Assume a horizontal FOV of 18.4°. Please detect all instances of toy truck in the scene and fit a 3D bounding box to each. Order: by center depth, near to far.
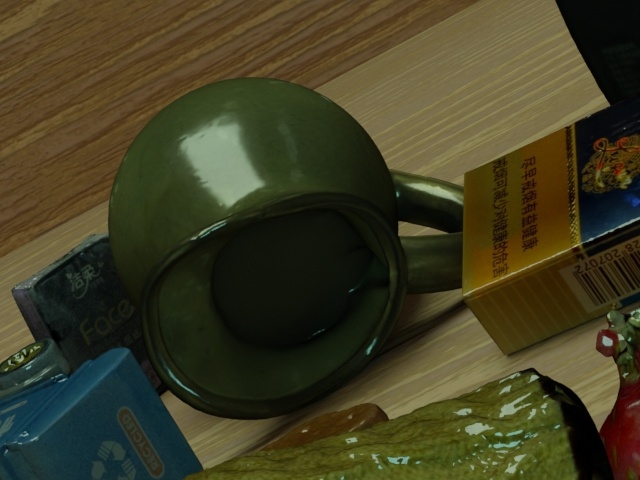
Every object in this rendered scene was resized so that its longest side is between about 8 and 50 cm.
[{"bbox_3d":[-0.273,0.198,1.486,0.367,0.146,0.175,-25,16,21],"label":"toy truck"}]

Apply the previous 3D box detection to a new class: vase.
[{"bbox_3d":[0.000,0.000,1.602,0.329,0.241,0.302,-5,19,-12],"label":"vase"}]

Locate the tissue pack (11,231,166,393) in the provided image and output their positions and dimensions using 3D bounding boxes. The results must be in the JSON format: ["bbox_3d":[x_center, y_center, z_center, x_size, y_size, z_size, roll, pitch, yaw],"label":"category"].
[{"bbox_3d":[-0.201,0.084,1.792,0.051,0.156,0.112,-10,21,48],"label":"tissue pack"}]

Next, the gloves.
[{"bbox_3d":[-0.027,0.177,0.916,0.356,0.155,0.203,-36,4,-9],"label":"gloves"}]

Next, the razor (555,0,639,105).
[{"bbox_3d":[0.256,-0.198,1.485,0.107,0.327,0.189,-29,11,-32],"label":"razor"}]

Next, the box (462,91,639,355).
[{"bbox_3d":[0.215,-0.030,1.377,0.237,0.070,0.152,-23,32,21],"label":"box"}]

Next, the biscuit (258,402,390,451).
[{"bbox_3d":[-0.095,0.207,1.248,0.334,0.047,0.202,-27,10,-1],"label":"biscuit"}]

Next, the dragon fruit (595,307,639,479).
[{"bbox_3d":[0.181,0.083,0.951,0.153,0.111,0.153,-31,11,7],"label":"dragon fruit"}]
